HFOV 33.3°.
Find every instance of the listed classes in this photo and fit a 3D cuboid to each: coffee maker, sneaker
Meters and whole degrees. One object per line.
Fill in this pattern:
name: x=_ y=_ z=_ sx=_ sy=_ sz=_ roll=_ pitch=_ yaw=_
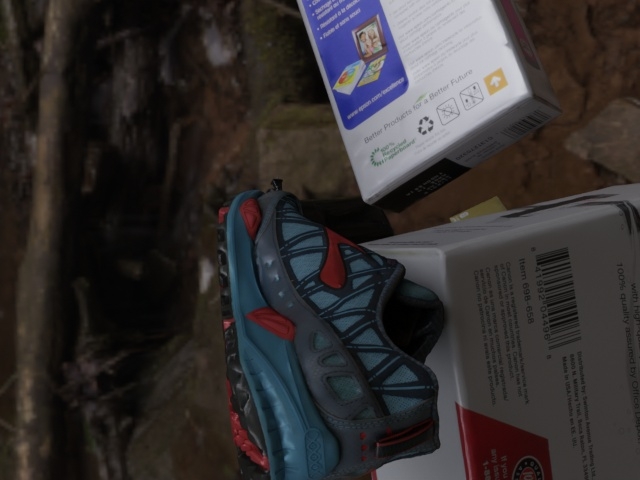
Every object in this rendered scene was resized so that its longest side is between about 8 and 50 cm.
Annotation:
coffee maker: x=0.000 y=0.000 z=1.340 sx=0.171 sy=0.178 sz=0.120 roll=-42 pitch=57 yaw=56
sneaker: x=0.006 y=0.051 z=0.620 sx=0.262 sy=0.125 sz=0.104 roll=-103 pitch=10 yaw=-59

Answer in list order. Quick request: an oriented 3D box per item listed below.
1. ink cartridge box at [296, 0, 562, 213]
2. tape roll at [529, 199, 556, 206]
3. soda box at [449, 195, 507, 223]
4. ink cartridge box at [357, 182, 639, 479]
ink cartridge box: x=0.066 y=-0.226 z=0.958 sx=0.175 sy=0.069 sz=0.371 roll=-32 pitch=64 yaw=30
tape roll: x=0.291 y=0.062 z=1.237 sx=0.072 sy=0.219 sz=0.219 roll=113 pitch=139 yaw=-55
soda box: x=0.191 y=0.034 z=1.065 sx=0.181 sy=0.058 sz=0.061 roll=-114 pitch=-1 yaw=-54
ink cartridge box: x=0.165 y=0.075 z=0.731 sx=0.114 sy=0.272 sz=0.197 roll=1 pitch=102 yaw=58
